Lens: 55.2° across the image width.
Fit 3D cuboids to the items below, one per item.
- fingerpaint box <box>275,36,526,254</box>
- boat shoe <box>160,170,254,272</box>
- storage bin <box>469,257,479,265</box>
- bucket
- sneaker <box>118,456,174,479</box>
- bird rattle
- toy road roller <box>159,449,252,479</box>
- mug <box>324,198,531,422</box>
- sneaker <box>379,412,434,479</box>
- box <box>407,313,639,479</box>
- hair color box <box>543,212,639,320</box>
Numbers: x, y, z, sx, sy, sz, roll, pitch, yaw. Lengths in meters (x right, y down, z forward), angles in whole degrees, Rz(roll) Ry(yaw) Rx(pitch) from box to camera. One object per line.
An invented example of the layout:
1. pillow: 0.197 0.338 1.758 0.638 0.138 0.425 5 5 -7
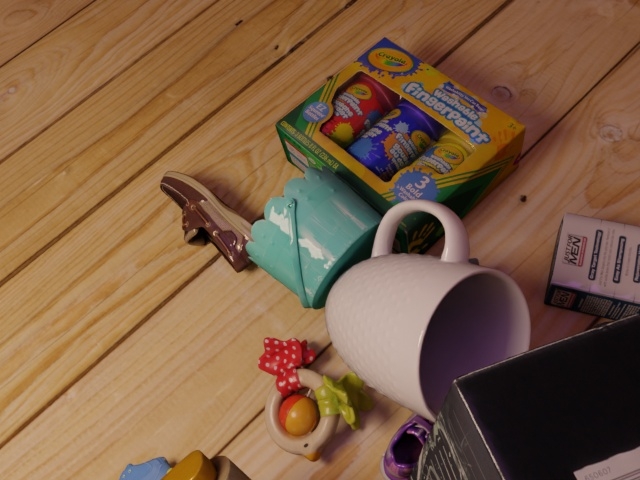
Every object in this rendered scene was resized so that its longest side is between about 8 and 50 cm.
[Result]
1. fingerpaint box: 0.180 -0.228 1.442 0.371 0.163 0.445 -40 61 -12
2. boat shoe: -0.281 -0.043 1.457 0.342 0.123 0.123 37 72 20
3. storage bin: 0.313 0.104 1.270 0.098 0.091 0.135 -7 60 7
4. bucket: 0.000 0.000 1.291 0.183 0.281 0.281 41 75 19
5. sneaker: -0.371 0.517 1.186 0.240 0.091 0.126 -36 42 -9
6. bird rattle: -0.037 0.311 1.206 0.254 0.143 0.206 23 84 25
7. toy road roller: -0.240 0.482 1.014 0.329 0.202 0.240 -41 17 -3
8. mug: 0.173 0.110 1.132 0.328 0.276 0.374 14 100 55
9. sneaker: 0.198 0.352 1.144 0.095 0.104 0.236 32 70 26
10. box: 0.362 0.440 0.815 0.298 0.471 0.479 -16 56 -10
11. hair color box: 0.642 0.073 1.214 0.347 0.105 0.173 13 64 17
